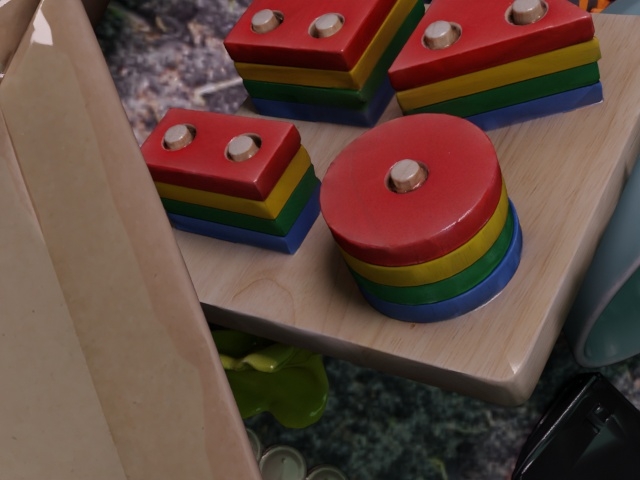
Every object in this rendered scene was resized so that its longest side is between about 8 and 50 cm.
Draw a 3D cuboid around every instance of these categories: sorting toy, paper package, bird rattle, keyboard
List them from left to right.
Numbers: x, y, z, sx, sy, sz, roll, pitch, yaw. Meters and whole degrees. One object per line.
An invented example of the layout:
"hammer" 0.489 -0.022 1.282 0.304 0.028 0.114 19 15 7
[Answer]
"paper package" -0.165 0.065 0.511 0.168 0.325 0.310 -20 92 -18
"bird rattle" 0.000 0.000 0.682 0.253 0.143 0.207 -36 81 -21
"sorting toy" 0.037 -0.066 0.567 0.257 0.255 0.089 -58 142 -28
"keyboard" 0.307 0.222 0.811 0.317 0.033 0.201 45 80 -11

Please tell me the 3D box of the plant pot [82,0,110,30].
"plant pot" -0.189 -0.243 0.595 0.263 0.263 0.229 10 101 -17

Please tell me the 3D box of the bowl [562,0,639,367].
"bowl" 0.256 -0.067 0.704 0.311 0.312 0.163 -27 62 -19

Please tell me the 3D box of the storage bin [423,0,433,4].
"storage bin" 0.086 -0.128 0.739 0.091 0.098 0.135 33 76 -24

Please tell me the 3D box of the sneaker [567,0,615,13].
"sneaker" 0.246 -0.206 0.792 0.321 0.124 0.180 16 85 -6

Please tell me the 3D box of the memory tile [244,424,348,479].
"memory tile" -0.050 0.212 0.701 0.113 0.012 0.148 26 78 -14
